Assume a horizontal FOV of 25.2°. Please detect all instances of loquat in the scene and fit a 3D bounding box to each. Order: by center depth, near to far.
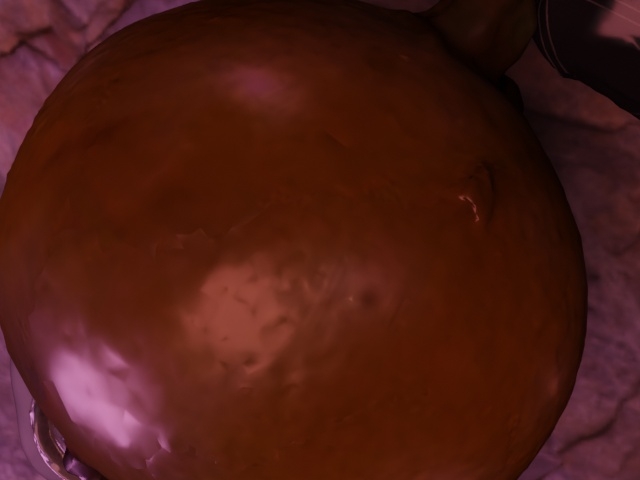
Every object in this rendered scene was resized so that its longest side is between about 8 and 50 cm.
[{"bbox_3d":[0.000,0.000,0.780,0.328,0.328,0.359,39,94,4],"label":"loquat"}]

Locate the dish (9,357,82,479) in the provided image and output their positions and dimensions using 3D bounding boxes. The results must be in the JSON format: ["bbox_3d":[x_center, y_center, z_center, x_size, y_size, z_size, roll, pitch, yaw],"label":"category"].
[{"bbox_3d":[-0.145,0.121,0.989,0.191,0.066,0.190,5,106,17],"label":"dish"}]

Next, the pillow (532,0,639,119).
[{"bbox_3d":[0.277,-0.097,0.776,0.335,0.092,0.161,30,109,7],"label":"pillow"}]
